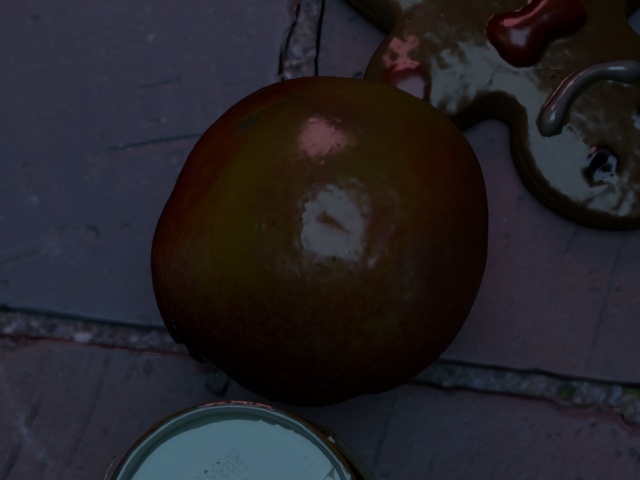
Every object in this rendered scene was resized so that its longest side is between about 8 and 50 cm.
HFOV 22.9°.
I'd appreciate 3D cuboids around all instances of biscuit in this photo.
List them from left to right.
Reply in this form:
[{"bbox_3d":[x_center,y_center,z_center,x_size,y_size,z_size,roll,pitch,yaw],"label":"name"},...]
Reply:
[{"bbox_3d":[0.138,-0.194,1.210,0.283,0.064,0.432,-33,76,-11],"label":"biscuit"}]

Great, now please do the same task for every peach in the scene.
[{"bbox_3d":[0.000,0.000,1.071,0.230,0.231,0.231,0,73,-1],"label":"peach"}]

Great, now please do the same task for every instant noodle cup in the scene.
[{"bbox_3d":[-0.053,0.199,1.030,0.215,0.172,0.216,0,74,0],"label":"instant noodle cup"}]
